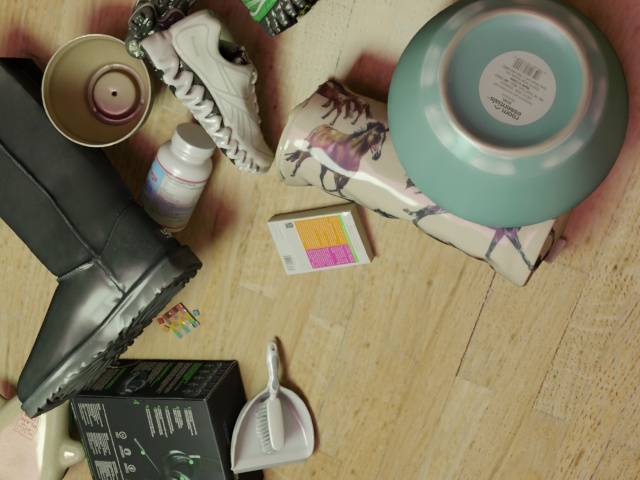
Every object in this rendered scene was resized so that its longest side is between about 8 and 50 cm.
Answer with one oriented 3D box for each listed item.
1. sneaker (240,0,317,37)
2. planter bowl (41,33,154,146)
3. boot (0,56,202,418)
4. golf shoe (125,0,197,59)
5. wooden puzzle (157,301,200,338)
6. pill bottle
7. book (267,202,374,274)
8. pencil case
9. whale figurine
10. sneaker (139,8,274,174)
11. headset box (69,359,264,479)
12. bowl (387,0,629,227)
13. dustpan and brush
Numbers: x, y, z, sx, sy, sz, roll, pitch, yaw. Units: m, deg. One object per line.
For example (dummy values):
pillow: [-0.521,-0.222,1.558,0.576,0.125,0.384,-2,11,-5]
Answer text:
sneaker: [-0.008,-0.420,1.526,0.146,0.134,0.343,45,123,-3]
planter bowl: [-0.315,-0.219,1.747,0.162,0.109,0.162,1,94,8]
boot: [-0.445,-0.007,1.799,0.367,0.146,0.445,-44,82,10]
golf shoe: [-0.196,-0.369,1.615,0.105,0.120,0.273,19,133,-22]
wooden puzzle: [-0.234,0.134,1.967,0.083,0.006,0.049,-35,98,31]
pill bottle: [-0.217,-0.097,1.798,0.087,0.087,0.160,32,122,4]
book: [0.000,0.000,1.793,0.144,0.035,0.096,-8,115,25]
pencil case: [0.149,-0.078,1.622,0.410,0.183,0.160,24,89,8]
whale figurine: [-0.504,0.327,2.117,0.216,0.141,0.272,28,97,7]
sneaker: [-0.129,-0.202,1.660,0.118,0.110,0.292,-39,136,-1]
headset box: [-0.250,0.336,2.000,0.283,0.131,0.246,-2,114,23]
bowl: [0.233,-0.180,1.451,0.311,0.163,0.312,-1,84,6]
dustpan and brush: [-0.079,0.267,1.923,0.060,0.147,0.211,-10,86,63]
